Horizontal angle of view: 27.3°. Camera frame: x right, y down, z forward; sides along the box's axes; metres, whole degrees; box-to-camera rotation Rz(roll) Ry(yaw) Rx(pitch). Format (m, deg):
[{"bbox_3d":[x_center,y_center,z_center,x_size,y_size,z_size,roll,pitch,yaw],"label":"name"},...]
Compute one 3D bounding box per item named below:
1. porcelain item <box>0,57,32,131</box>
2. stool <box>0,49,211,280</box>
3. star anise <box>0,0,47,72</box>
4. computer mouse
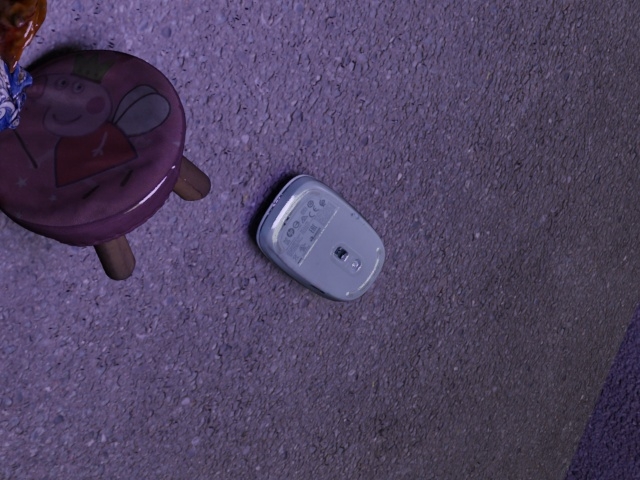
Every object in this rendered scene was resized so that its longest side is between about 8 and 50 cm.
[{"bbox_3d":[-0.478,-0.132,1.603,0.288,0.138,0.186,-61,152,-5],"label":"porcelain item"},{"bbox_3d":[-0.292,-0.098,1.734,0.272,0.272,0.178,-48,156,-13],"label":"stool"},{"bbox_3d":[-0.347,-0.305,1.542,0.196,0.111,0.212,52,42,-69],"label":"star anise"},{"bbox_3d":[-0.003,-0.002,2.217,0.288,0.097,0.159,37,87,-40],"label":"computer mouse"}]
